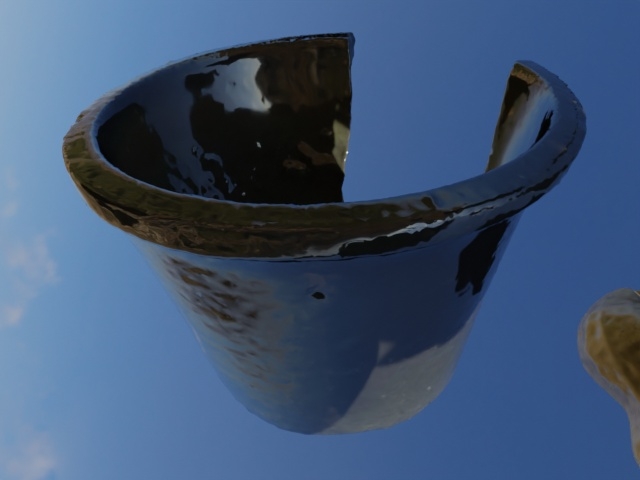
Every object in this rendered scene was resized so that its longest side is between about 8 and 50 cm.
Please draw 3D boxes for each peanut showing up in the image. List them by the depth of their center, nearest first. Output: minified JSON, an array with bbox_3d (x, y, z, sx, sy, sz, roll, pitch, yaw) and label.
[{"bbox_3d":[0.348,0.158,0.676,0.130,0.130,0.290,-57,-151,31],"label":"peanut"}]

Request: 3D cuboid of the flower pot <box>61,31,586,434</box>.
[{"bbox_3d":[0.000,0.000,0.578,0.379,0.379,0.251,45,-35,50],"label":"flower pot"}]
